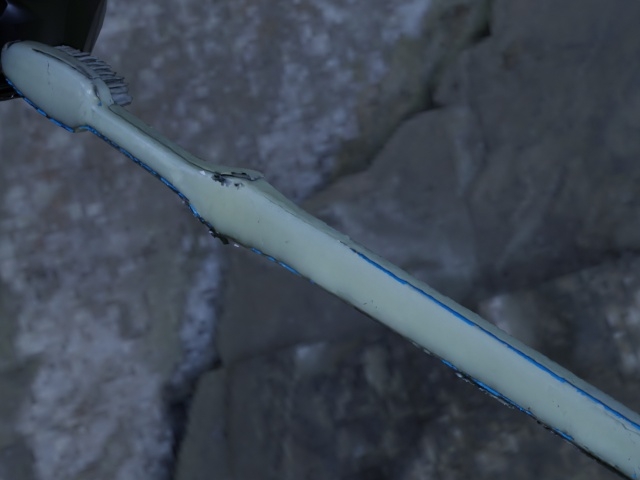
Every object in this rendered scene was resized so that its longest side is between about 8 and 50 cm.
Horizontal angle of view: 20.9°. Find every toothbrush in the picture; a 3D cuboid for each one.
[{"bbox_3d":[-0.003,0.001,0.570,0.294,0.028,0.026,34,122,29],"label":"toothbrush"}]

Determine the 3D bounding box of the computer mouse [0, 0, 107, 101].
[{"bbox_3d":[-0.144,-0.144,0.773,0.077,0.146,0.242,111,168,-46],"label":"computer mouse"}]
